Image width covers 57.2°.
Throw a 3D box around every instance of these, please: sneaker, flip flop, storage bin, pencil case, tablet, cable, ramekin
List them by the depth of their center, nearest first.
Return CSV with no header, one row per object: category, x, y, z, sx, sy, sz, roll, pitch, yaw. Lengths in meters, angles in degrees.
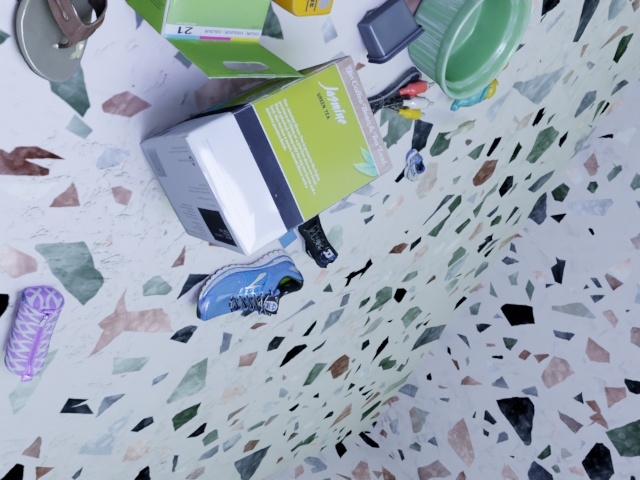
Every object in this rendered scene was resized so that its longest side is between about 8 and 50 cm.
flip flop,-0.349,-0.353,0.847,0.112,0.080,0.277,10,119,-55
pencil case,-0.590,0.189,1.213,0.086,0.088,0.206,-4,132,-46
storage bin,0.149,-0.475,1.319,0.135,0.098,0.091,-39,122,-9
ramekin,0.360,-0.520,1.454,0.303,0.148,0.303,-31,148,-23
cable,0.184,-0.359,1.512,0.287,0.072,0.139,-22,138,-34
sneaker,-0.184,0.139,1.597,0.330,0.147,0.130,-24,144,-31
tablet,-0.096,-0.012,1.660,0.054,0.006,0.083,-40,149,-9
sneaker,0.000,0.000,1.677,0.079,0.121,0.217,-38,149,-15
sneaker,0.298,-0.222,1.836,0.052,0.058,0.135,-37,150,-13

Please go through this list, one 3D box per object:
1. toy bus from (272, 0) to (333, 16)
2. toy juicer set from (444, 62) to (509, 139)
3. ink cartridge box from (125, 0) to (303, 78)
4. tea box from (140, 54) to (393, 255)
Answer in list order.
toy bus,-0.015,-0.557,0.982,0.130,0.108,0.333,-21,142,-37
toy juicer set,0.451,-0.445,1.735,0.329,0.089,0.209,-62,160,12
ink cartridge box,-0.154,-0.353,0.913,0.188,0.255,0.097,-15,138,-42
tea box,-0.109,-0.159,1.085,0.323,0.329,0.220,-32,111,-23
